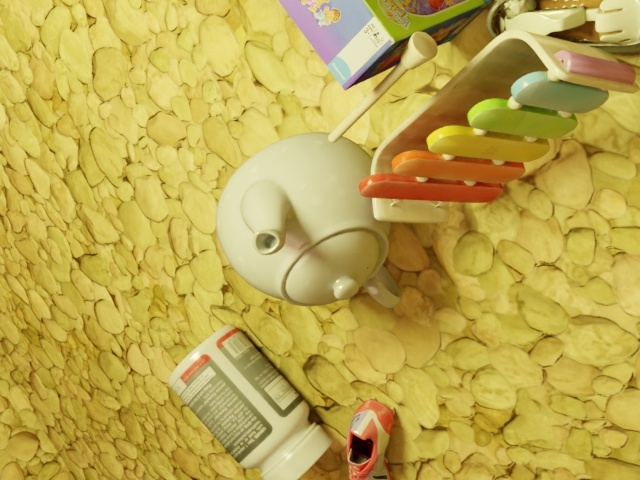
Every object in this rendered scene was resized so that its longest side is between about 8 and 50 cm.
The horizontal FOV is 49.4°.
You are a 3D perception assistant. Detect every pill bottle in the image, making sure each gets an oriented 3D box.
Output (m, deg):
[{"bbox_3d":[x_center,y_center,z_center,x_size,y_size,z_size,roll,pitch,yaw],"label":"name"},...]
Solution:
[{"bbox_3d":[-0.125,0.304,1.254,0.283,0.161,0.161,47,134,8],"label":"pill bottle"}]

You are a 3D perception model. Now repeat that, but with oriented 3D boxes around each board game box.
[{"bbox_3d":[0.007,-0.344,0.724,0.347,0.233,0.078,53,134,0],"label":"board game box"}]

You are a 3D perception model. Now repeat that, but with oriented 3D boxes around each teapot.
[{"bbox_3d":[0.000,0.000,0.906,0.187,0.256,0.252,58,153,32],"label":"teapot"}]

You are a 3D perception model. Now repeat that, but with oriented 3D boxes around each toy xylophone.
[{"bbox_3d":[0.149,-0.117,0.744,0.322,0.236,0.081,132,131,-58],"label":"toy xylophone"}]

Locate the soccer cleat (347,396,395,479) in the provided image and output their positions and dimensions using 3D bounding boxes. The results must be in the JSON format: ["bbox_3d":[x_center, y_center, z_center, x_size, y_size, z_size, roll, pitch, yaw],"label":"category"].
[{"bbox_3d":[0.075,0.377,1.185,0.083,0.095,0.248,22,126,27],"label":"soccer cleat"}]

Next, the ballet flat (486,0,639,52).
[{"bbox_3d":[0.271,-0.221,0.701,0.213,0.068,0.072,10,121,34],"label":"ballet flat"}]
